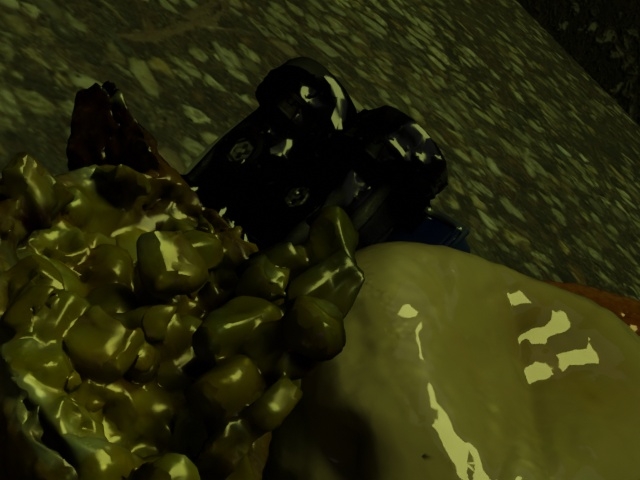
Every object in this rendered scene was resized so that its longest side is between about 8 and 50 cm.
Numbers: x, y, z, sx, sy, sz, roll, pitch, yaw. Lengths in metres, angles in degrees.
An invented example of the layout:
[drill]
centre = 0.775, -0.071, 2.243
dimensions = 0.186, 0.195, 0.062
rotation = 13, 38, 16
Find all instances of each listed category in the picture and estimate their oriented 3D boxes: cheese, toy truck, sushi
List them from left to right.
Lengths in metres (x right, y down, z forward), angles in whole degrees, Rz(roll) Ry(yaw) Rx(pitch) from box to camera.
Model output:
[sushi]
centre = -0.091, 0.038, 0.550
dimensions = 0.167, 0.179, 0.296
rotation = 28, 24, -6
[toy truck]
centre = 0.000, 0.000, 0.802
dimensions = 0.213, 0.161, 0.177
rotation = 36, -15, 44
[cheese]
centre = 0.073, 0.093, 0.589
dimensions = 0.218, 0.117, 0.235
rotation = 44, 39, 10

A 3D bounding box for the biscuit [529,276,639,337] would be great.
[biscuit]
centre = 0.288, 0.173, 0.966
dimensions = 0.350, 0.078, 0.455
rotation = 18, 24, 0

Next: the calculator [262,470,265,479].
[calculator]
centre = 0.031, 0.151, 0.647
dimensions = 0.237, 0.033, 0.157
rotation = -11, 80, -44
